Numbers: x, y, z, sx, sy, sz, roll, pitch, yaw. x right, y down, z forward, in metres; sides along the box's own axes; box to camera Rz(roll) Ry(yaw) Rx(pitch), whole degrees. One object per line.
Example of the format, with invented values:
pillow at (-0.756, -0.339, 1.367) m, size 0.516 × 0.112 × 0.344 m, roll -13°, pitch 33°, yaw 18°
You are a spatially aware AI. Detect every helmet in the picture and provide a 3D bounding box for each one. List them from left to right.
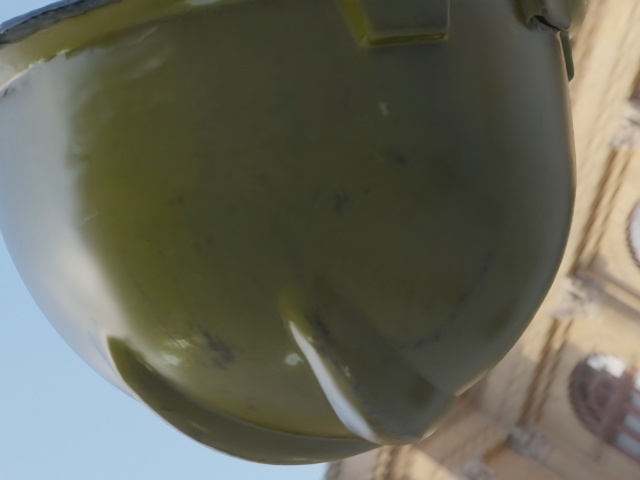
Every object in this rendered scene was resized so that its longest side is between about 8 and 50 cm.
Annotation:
helmet at (0.000, 0.000, 0.479) m, size 0.257 × 0.205 × 0.140 m, roll 3°, pitch -107°, yaw -64°
